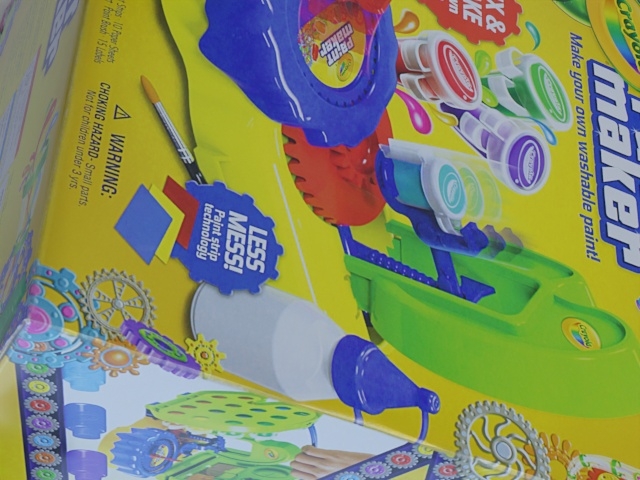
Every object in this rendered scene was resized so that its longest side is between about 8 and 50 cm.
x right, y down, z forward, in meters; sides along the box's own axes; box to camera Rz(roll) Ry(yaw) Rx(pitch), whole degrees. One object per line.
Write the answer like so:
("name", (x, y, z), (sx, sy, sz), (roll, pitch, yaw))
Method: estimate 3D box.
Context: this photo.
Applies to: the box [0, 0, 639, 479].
("box", (0.000, 0.000, 0.635), (0.177, 0.279, 0.290), (-48, -150, 45))
